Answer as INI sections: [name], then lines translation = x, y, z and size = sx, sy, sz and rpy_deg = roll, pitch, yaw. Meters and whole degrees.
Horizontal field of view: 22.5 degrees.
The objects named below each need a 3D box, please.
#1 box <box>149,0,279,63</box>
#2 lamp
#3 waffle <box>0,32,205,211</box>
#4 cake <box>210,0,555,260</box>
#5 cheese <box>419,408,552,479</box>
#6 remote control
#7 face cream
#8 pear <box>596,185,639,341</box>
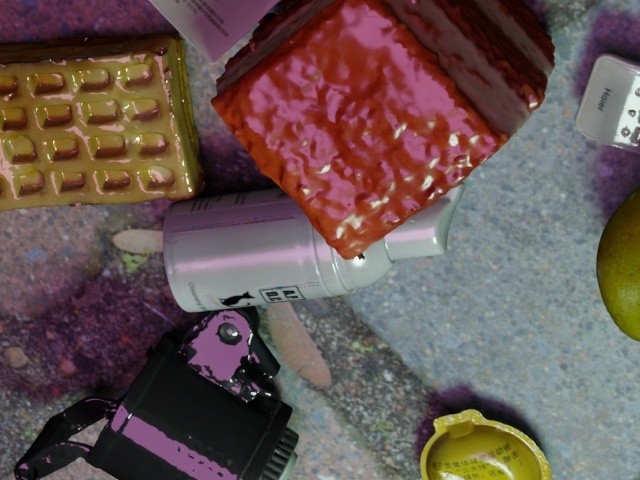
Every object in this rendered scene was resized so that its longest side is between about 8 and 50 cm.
[box]
translation = -0.027, -0.379, 1.766
size = 0.143, 0.225, 0.341
rpy_deg = 45, 119, -12
[lamp]
translation = -0.172, 0.270, 2.139
size = 0.374, 0.205, 0.272
rpy_deg = -38, 98, 17
[waffle]
translation = -0.314, -0.147, 2.037
size = 0.328, 0.098, 0.224
rpy_deg = -3, 116, 14
[cake]
translation = 0.074, -0.182, 1.781
size = 0.269, 0.319, 0.270
rpy_deg = -37, 102, 29
[cheese]
translation = 0.232, 0.336, 2.143
size = 0.177, 0.069, 0.270
rpy_deg = -20, 112, 24
[remote control]
translation = 0.457, -0.135, 1.858
size = 0.313, 0.055, 0.109
rpy_deg = 16, 125, 2
[face cream]
translation = 0.000, 0.000, 1.992
size = 0.370, 0.145, 0.145
rpy_deg = -7, 114, 16
[pear]
translation = 0.412, 0.026, 1.870
size = 0.198, 0.198, 0.198
rpy_deg = 6, 117, 12
